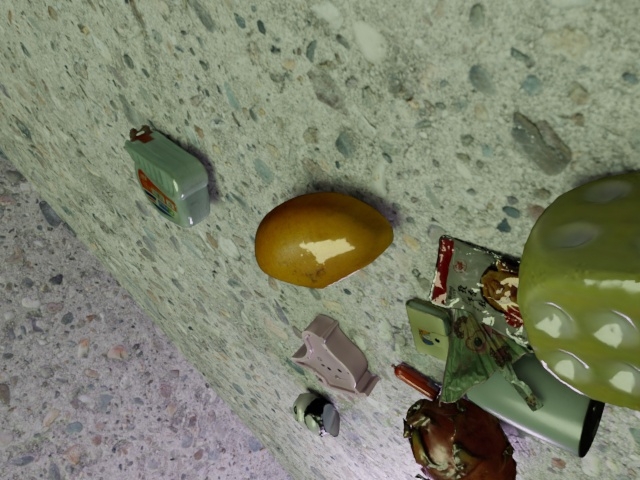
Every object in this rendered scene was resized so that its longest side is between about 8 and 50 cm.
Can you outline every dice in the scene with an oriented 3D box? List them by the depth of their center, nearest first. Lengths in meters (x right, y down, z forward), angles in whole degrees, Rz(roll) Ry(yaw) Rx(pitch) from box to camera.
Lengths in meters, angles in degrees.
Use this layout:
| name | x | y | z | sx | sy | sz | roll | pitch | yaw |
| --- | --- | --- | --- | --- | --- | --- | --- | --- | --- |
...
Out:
| name | x | y | z | sx | sy | sz | roll | pitch | yaw |
| --- | --- | --- | --- | --- | --- | --- | --- | --- | --- |
| dice | 0.411 | 0.060 | 0.621 | 0.238 | 0.233 | 0.226 | 1 | 127 | 47 |

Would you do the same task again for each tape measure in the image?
| name | x | y | z | sx | sy | sz | roll | pitch | yaw |
| --- | --- | --- | --- | --- | --- | --- | --- | --- | --- |
| tape measure | -0.415 | -0.173 | 1.383 | 0.243 | 0.125 | 0.246 | 35 | 144 | 28 |

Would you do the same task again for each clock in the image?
| name | x | y | z | sx | sy | sz | roll | pitch | yaw |
| --- | --- | --- | --- | --- | --- | --- | --- | --- | --- |
| clock | 0.009 | 0.356 | 1.550 | 0.290 | 0.080 | 0.275 | -8 | 121 | 50 |

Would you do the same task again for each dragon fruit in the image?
| name | x | y | z | sx | sy | sz | roll | pitch | yaw |
| --- | --- | --- | --- | --- | --- | --- | --- | --- | --- |
| dragon fruit | 0.342 | 0.515 | 1.225 | 0.315 | 0.250 | 0.250 | 23 | 146 | 1 |

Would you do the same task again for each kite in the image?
| name | x | y | z | sx | sy | sz | roll | pitch | yaw |
| --- | --- | --- | --- | --- | --- | --- | --- | --- | --- |
| kite | 0.331 | 0.197 | 0.933 | 0.323 | 0.013 | 0.267 | -40 | 52 | 23 |

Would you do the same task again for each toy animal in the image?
| name | x | y | z | sx | sy | sz | roll | pitch | yaw |
| --- | --- | --- | --- | --- | --- | --- | --- | --- | --- |
| toy animal | -0.026 | 0.673 | 1.892 | 0.179 | 0.138 | 0.165 | 5 | 115 | 39 |

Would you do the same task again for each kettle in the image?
| name | x | y | z | sx | sy | sz | roll | pitch | yaw |
| --- | --- | --- | --- | --- | --- | --- | --- | --- | --- |
| kettle | 0.415 | 0.307 | 0.970 | 0.237 | 0.161 | 0.221 | 15 | 146 | 40 |

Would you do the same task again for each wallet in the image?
| name | x | y | z | sx | sy | sz | roll | pitch | yaw |
| --- | --- | --- | --- | --- | --- | --- | --- | --- | --- |
| wallet | 0.260 | 0.209 | 1.140 | 0.110 | 0.039 | 0.155 | 18 | 139 | 41 |

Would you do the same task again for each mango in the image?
| name | x | y | z | sx | sy | sz | roll | pitch | yaw |
| --- | --- | --- | --- | --- | --- | --- | --- | --- | --- |
| mango | 0.000 | 0.000 | 1.063 | 0.350 | 0.201 | 0.199 | -10 | 146 | 43 |

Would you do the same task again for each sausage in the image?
| name | x | y | z | sx | sy | sz | roll | pitch | yaw |
| --- | --- | --- | --- | --- | --- | --- | --- | --- | --- |
| sausage | 0.254 | 0.380 | 1.333 | 0.145 | 0.050 | 0.048 | 29 | -174 | 22 |

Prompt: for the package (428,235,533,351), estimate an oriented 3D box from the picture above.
| name | x | y | z | sx | sy | sz | roll | pitch | yaw |
| --- | --- | --- | --- | --- | --- | --- | --- | --- | --- |
| package | 0.318 | 0.093 | 0.917 | 0.239 | 0.030 | 0.154 | 24 | 117 | 38 |
